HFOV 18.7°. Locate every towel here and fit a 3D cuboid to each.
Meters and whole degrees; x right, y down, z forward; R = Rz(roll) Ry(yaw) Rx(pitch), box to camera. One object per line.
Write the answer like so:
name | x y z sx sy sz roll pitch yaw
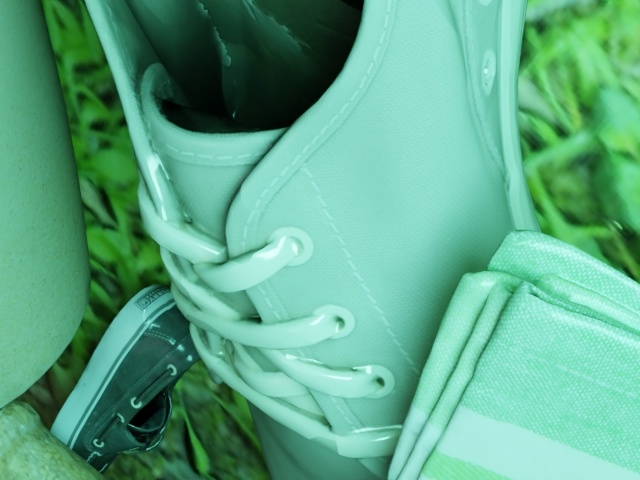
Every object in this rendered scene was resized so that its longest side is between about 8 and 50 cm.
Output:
towel | 0.115 0.156 0.669 0.247 0.038 0.325 23 131 0

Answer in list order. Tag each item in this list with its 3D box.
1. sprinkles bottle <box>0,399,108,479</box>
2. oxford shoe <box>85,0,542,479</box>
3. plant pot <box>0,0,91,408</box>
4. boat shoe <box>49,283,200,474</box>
sprinkles bottle | -0.038 0.224 0.845 0.355 0.121 0.121 40 141 3
oxford shoe | 0.000 0.000 0.672 0.169 0.130 0.449 21 133 32
plant pot | -0.205 -0.053 0.773 0.256 0.256 0.274 13 144 39
boat shoe | -0.088 0.075 0.882 0.040 0.049 0.142 43 139 12
